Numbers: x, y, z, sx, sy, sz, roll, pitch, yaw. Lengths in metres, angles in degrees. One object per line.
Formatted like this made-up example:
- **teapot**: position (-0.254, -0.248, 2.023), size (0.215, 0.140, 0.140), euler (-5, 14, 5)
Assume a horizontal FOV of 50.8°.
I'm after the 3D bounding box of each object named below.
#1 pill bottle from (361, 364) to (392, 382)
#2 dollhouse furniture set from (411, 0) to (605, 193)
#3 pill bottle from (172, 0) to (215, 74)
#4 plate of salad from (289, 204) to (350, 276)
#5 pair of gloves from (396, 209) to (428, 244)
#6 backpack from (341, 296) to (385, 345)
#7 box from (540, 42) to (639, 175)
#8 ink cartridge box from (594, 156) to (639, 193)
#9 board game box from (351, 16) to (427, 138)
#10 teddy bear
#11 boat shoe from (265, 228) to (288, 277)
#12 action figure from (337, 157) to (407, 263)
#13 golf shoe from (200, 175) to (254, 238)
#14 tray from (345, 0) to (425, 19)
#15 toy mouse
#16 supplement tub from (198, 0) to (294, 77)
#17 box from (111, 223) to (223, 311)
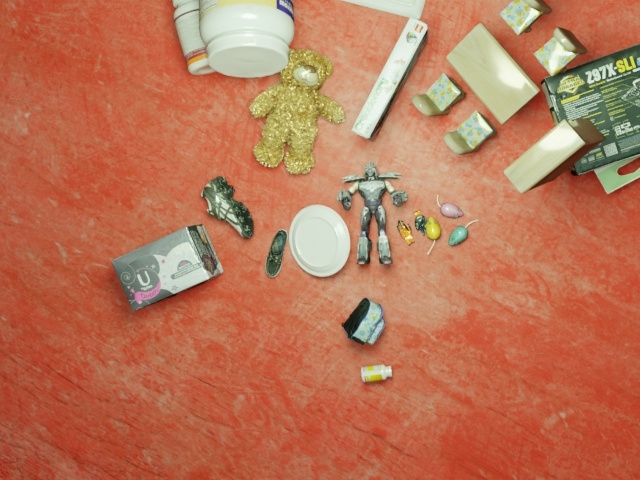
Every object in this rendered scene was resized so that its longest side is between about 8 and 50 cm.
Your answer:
- **pill bottle**: position (0.157, 0.369, 1.877), size (0.083, 0.043, 0.043), euler (-9, 94, 10)
- **dollhouse furniture set**: position (0.443, -0.324, 1.568), size (0.362, 0.257, 0.394), euler (-44, 76, 32)
- **pill bottle**: position (-0.328, -0.573, 1.828), size (0.121, 0.121, 0.221), euler (-15, 92, 11)
- **plate of salad**: position (0.000, 0.000, 1.857), size (0.200, 0.048, 0.199), euler (6, 102, 32)
- **pair of gloves**: position (0.254, -0.036, 1.839), size (0.083, 0.010, 0.074), euler (-29, 89, 8)
- **backpack**: position (0.126, 0.220, 1.841), size (0.084, 0.105, 0.114), euler (28, 99, -17)
- **box**: position (0.738, -0.328, 1.643), size (0.322, 0.079, 0.257), euler (-19, 88, 12)
- **ink cartridge box**: position (0.740, -0.261, 1.712), size (0.171, 0.056, 0.235), euler (-30, 90, 11)
- **board game box**: position (0.180, -0.401, 1.724), size (0.053, 0.193, 0.305), euler (29, 99, 5)
- **teddy bear**: position (-0.067, -0.345, 1.813), size (0.245, 0.113, 0.337), euler (33, 100, 3)
- **boat shoe**: position (-0.127, 0.037, 1.894), size (0.049, 0.040, 0.142), euler (16, 98, 8)
- **action figure**: position (0.143, -0.079, 1.812), size (0.186, 0.099, 0.284), euler (-3, 92, 16)
- **golf shoe**: position (-0.261, -0.081, 1.898), size (0.094, 0.077, 0.198), euler (-33, 85, 25)
- **tray**: position (0.153, -0.689, 1.784), size (0.271, 0.030, 0.145), euler (17, 99, 8)
- **toy mouse**: position (0.354, -0.045, 1.806), size (0.143, 0.031, 0.160), euler (-4, 90, 6)
- **supplement tub**: position (-0.188, -0.608, 1.713), size (0.241, 0.241, 0.331), euler (-4, 82, 10)
- **box**: position (-0.428, 0.075, 1.897), size (0.247, 0.142, 0.163), euler (-23, 91, 11)
